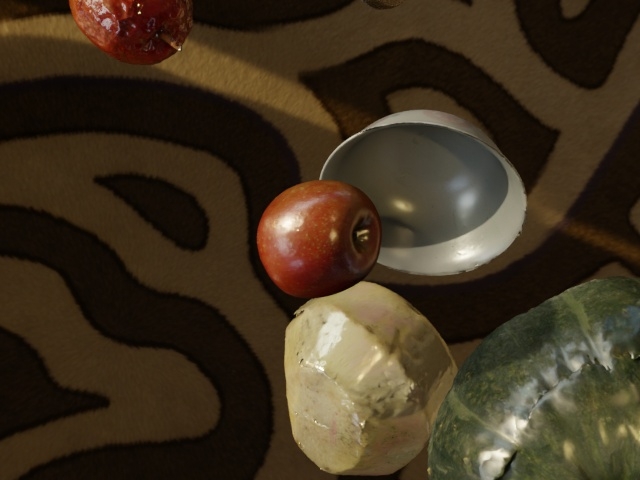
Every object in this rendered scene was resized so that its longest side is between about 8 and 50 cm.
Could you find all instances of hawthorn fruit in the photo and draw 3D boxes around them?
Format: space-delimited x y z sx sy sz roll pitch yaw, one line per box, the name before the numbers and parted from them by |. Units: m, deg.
hawthorn fruit | -0.297 -0.380 1.490 0.207 0.207 0.243 -34 62 -14

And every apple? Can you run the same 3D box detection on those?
apple | 0.000 0.000 1.327 0.181 0.168 0.181 3 86 -56

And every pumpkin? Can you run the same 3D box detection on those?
pumpkin | 0.270 0.204 0.863 0.327 0.257 0.291 -43 98 12

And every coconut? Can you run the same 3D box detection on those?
coconut | 0.086 0.240 1.596 0.352 0.352 0.353 1 84 -13

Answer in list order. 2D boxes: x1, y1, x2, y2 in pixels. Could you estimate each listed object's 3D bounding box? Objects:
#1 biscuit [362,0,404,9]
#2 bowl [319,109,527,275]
biscuit | 0.105 -0.540 1.725 0.208 0.049 0.181 -32 104 -50
bowl | 0.179 -0.111 1.500 0.345 0.345 0.157 25 46 -9
